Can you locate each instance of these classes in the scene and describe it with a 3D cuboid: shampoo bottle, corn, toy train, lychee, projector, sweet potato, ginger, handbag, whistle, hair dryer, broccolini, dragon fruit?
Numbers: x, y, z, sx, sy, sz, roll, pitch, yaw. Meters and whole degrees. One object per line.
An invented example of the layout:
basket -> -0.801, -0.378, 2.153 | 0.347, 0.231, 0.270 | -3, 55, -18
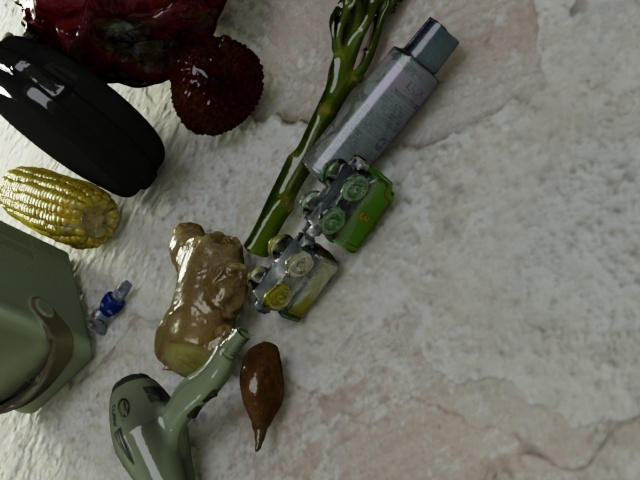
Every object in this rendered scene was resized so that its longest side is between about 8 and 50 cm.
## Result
shampoo bottle -> 0.069, -0.149, 1.181 | 0.214, 0.072, 0.072 | -50, 43, 8
corn -> -0.373, -0.049, 1.503 | 0.244, 0.093, 0.093 | 16, 78, 46
toy train -> 0.000, 0.000, 1.153 | 0.202, 0.081, 0.060 | -55, 42, 13
lychee -> -0.136, -0.196, 1.358 | 0.129, 0.123, 0.123 | -52, 43, 19
projector -> -0.416, 0.100, 1.395 | 0.163, 0.177, 0.242 | -42, 46, 18
sweet potato -> -0.064, 0.167, 1.133 | 0.049, 0.049, 0.117 | -20, 54, 33
ginger -> -0.132, 0.056, 1.244 | 0.137, 0.074, 0.213 | -22, 47, 32
handbag -> -0.334, -0.169, 1.423 | 0.308, 0.254, 0.093 | 25, 72, 46
whistle -> -0.269, 0.086, 1.380 | 0.033, 0.029, 0.083 | 42, 105, 9
hair dryer -> -0.135, 0.225, 1.133 | 0.225, 0.088, 0.219 | -27, 66, 38
broccolini -> -0.004, -0.164, 1.269 | 0.079, 0.074, 0.392 | 26, 85, 5
dragon fruit -> -0.264, -0.363, 1.432 | 0.329, 0.329, 0.329 | -21, 54, 32

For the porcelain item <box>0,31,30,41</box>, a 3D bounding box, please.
porcelain item -> -0.544, -0.314, 1.837 | 0.213, 0.054, 0.084 | -17, 59, 36
